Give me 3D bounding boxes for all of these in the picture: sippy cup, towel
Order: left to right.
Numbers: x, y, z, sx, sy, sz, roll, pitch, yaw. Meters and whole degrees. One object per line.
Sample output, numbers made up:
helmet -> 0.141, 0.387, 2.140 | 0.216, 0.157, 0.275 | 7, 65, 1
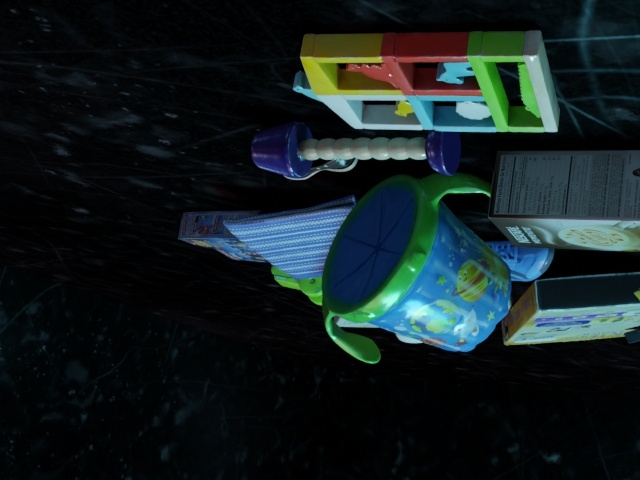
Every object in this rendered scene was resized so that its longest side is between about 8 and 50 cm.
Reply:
towel -> 0.000, 0.000, 1.652 | 0.243, 0.040, 0.336 | -9, 159, 17
sippy cup -> 0.158, 0.052, 1.355 | 0.224, 0.240, 0.305 | 29, 151, -24

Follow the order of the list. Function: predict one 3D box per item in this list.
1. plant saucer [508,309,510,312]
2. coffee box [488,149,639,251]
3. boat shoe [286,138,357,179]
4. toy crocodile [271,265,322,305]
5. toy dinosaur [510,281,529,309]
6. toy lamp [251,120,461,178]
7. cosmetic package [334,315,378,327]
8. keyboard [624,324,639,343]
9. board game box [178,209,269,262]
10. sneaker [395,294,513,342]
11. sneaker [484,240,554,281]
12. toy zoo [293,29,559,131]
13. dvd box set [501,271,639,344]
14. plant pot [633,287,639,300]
plant saucer -> 0.519, 0.185, 2.138 | 0.169, 0.029, 0.168 | 9, 165, 2
coffee box -> 0.359, -0.050, 1.160 | 0.247, 0.098, 0.141 | 2, 164, 29
boat shoe -> -0.010, -0.116, 1.267 | 0.133, 0.048, 0.042 | -5, 155, 40
toy crocodile -> 0.056, 0.093, 1.979 | 0.341, 0.105, 0.115 | 9, 166, 21
toy dinosaur -> 0.367, 0.126, 1.940 | 0.268, 0.064, 0.118 | -3, 145, 42
toy lamp -> 0.038, -0.119, 1.161 | 0.275, 0.080, 0.080 | 0, 163, 28
cosmetic package -> 0.125, 0.064, 1.618 | 0.160, 0.113, 0.309 | 1, 160, -11
keyboard -> 0.703, 0.152, 1.679 | 0.202, 0.033, 0.317 | 1, 162, -30
board game box -> -0.169, -0.009, 1.778 | 0.194, 0.060, 0.194 | 5, 166, 23
sneaker -> 0.256, 0.125, 1.894 | 0.290, 0.106, 0.123 | -26, 111, 38
sneaker -> 0.324, 0.031, 1.576 | 0.082, 0.069, 0.209 | 19, 164, -19
toy zoo -> 0.105, -0.171, 0.994 | 0.293, 0.030, 0.192 | 4, 165, 21
dvd box set -> 0.529, 0.134, 1.729 | 0.308, 0.062, 0.420 | -4, 165, 3
plant pot -> 0.560, 0.078, 1.121 | 0.212, 0.187, 0.212 | -32, 171, -2
